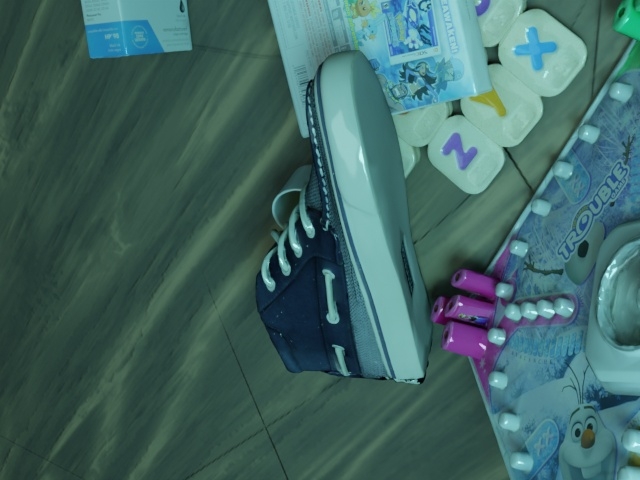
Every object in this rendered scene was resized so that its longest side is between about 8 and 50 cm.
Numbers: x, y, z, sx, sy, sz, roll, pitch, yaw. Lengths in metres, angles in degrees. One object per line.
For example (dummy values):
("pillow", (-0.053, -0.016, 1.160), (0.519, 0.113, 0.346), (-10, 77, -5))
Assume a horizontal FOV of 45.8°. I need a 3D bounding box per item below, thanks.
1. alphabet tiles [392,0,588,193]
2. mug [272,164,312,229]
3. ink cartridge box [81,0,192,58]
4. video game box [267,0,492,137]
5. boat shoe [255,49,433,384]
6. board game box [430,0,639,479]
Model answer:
("alphabet tiles", (0.091, -0.190, 0.701), (0.278, 0.021, 0.284), (43, 124, 15))
("mug", (-0.013, -0.040, 0.791), (0.062, 0.064, 0.078), (12, 132, 6))
("ink cartridge box", (-0.204, -0.292, 0.816), (0.060, 0.104, 0.180), (5, 109, 33))
("video game box", (0.042, -0.212, 0.684), (0.187, 0.048, 0.205), (-7, 101, 37))
("boat shoe", (0.000, 0.000, 0.700), (0.158, 0.127, 0.340), (-4, 121, 19))
("board game box", (0.210, 0.035, 0.502), (0.050, 0.390, 0.390), (16, 122, -16))
